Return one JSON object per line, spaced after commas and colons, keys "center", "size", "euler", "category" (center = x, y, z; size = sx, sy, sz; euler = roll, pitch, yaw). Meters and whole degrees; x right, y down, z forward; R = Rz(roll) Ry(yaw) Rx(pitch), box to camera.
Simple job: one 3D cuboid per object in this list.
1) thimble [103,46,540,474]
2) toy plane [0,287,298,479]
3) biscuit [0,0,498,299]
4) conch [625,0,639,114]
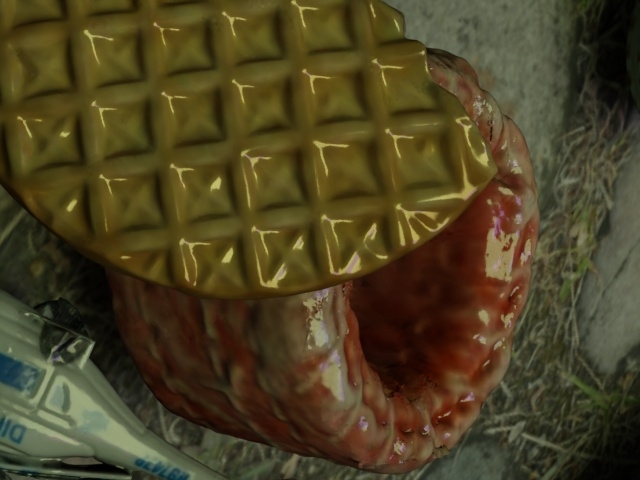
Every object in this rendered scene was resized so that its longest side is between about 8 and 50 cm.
{"center": [0.000, 0.000, 1.062], "size": [0.239, 0.162, 0.239], "euler": [-12, 105, -50], "category": "thimble"}
{"center": [-0.116, 0.092, 0.979], "size": [0.182, 0.273, 0.107], "euler": [65, 49, -81], "category": "toy plane"}
{"center": [-0.077, -0.093, 0.926], "size": [0.204, 0.309, 0.040], "euler": [-39, 174, -3], "category": "biscuit"}
{"center": [0.277, -0.134, 1.318], "size": [0.200, 0.131, 0.172], "euler": [-16, 93, -69], "category": "conch"}
